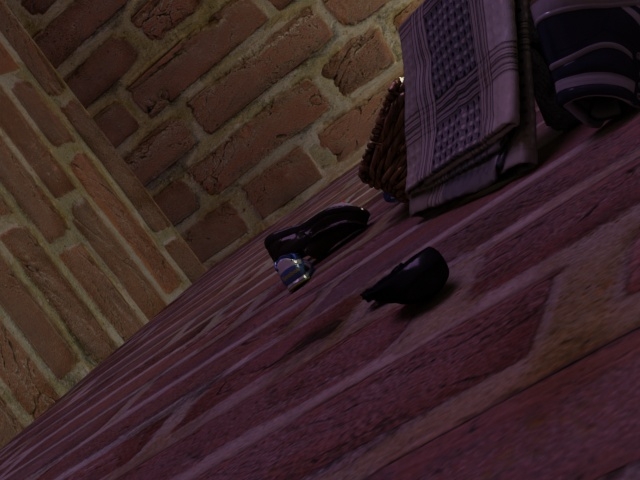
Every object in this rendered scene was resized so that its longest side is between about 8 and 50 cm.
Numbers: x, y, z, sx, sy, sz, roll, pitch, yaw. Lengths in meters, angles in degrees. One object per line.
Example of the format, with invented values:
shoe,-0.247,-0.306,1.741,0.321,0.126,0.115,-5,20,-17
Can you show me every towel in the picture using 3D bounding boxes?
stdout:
towel,0.186,-0.211,1.422,0.056,0.324,0.312,4,-14,-24

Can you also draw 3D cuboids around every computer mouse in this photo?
computer mouse,0.085,0.049,1.079,0.071,0.041,0.242,-39,-1,-9

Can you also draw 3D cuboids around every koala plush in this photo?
koala plush,0.374,-0.286,1.406,0.221,0.203,0.196,-22,10,14

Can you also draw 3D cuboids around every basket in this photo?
basket,0.210,-0.154,1.744,0.299,0.223,0.214,-49,-20,-68

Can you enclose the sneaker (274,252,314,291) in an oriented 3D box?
sneaker,-0.048,0.047,1.834,0.053,0.059,0.144,-38,4,4

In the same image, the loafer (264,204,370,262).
loafer,0.000,0.000,1.944,0.220,0.078,0.080,-23,-22,26

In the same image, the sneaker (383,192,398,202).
sneaker,0.171,-0.116,1.945,0.135,0.052,0.058,-44,-15,-9

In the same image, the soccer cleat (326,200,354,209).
soccer cleat,0.007,-0.013,2.034,0.196,0.068,0.076,-32,22,48

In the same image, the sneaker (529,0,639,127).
sneaker,0.383,-0.218,1.224,0.282,0.153,0.099,-6,-9,-20
